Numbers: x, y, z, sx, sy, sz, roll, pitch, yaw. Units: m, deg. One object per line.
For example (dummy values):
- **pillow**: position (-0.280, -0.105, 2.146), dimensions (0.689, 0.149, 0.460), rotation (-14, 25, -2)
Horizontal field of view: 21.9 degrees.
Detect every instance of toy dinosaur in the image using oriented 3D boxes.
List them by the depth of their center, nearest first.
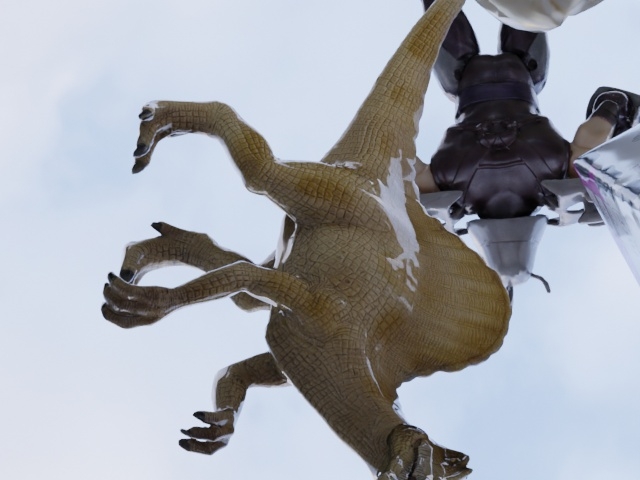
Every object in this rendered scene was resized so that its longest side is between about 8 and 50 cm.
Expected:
- **toy dinosaur**: position (0.000, 0.000, 0.387), dimensions (0.093, 0.053, 0.183), rotation (10, -136, -4)

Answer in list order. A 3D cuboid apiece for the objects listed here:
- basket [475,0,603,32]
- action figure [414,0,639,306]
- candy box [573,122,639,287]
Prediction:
- **basket**: position (0.016, -0.271, 0.324), dimensions (0.266, 0.328, 0.331), rotation (-42, -143, 27)
- **action figure**: position (0.099, -0.093, 0.938), dimensions (0.185, 0.099, 0.285), rotation (-2, -113, -2)
- **candy box**: position (0.151, 0.038, 0.467), dimensions (0.071, 0.233, 0.159), rotation (-30, -85, 4)
